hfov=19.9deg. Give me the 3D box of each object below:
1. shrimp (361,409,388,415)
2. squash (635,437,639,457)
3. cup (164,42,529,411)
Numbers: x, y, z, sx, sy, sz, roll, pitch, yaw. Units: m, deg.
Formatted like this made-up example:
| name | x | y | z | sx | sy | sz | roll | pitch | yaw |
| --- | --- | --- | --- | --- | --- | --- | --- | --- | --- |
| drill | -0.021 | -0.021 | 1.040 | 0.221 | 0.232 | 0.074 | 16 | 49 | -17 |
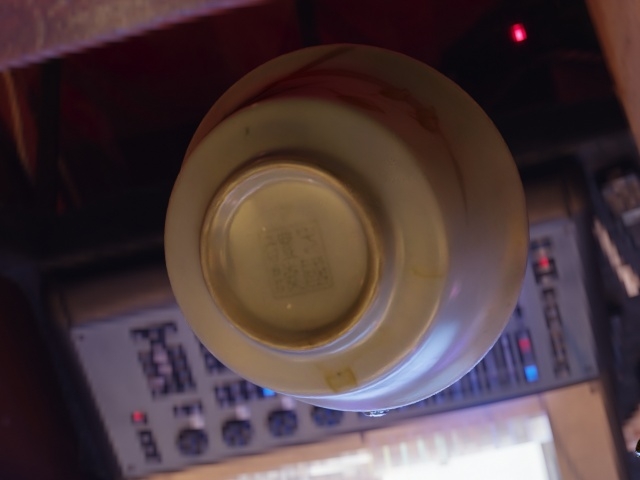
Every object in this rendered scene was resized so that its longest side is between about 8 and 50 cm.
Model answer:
| name | x | y | z | sx | sy | sz | roll | pitch | yaw |
| --- | --- | --- | --- | --- | --- | --- | --- | --- | --- |
| shrimp | 0.065 | 0.087 | 1.750 | 0.057 | 0.165 | 0.065 | 12 | 166 | 47 |
| squash | 0.530 | 0.283 | 2.037 | 0.379 | 0.101 | 0.101 | 15 | 143 | 32 |
| cup | 0.000 | 0.000 | 1.630 | 0.347 | 0.163 | 0.347 | 3 | 99 | 19 |
